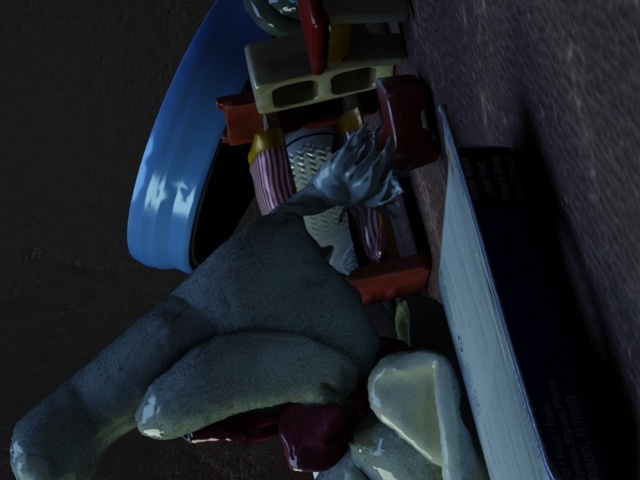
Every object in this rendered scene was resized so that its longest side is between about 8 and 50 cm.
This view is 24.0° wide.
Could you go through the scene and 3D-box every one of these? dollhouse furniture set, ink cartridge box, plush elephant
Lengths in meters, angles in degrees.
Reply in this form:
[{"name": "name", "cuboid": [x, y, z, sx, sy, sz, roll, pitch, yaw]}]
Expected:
[{"name": "dollhouse furniture set", "cuboid": [0.000, -0.074, 1.250, 0.374, 0.152, 0.201, 89, 168, -74]}, {"name": "ink cartridge box", "cuboid": [0.112, 0.066, 0.835, 0.224, 0.045, 0.223, 82, 176, -63]}, {"name": "plush elephant", "cuboid": [0.006, 0.117, 1.064, 0.255, 0.330, 0.272, 49, -166, 6]}]

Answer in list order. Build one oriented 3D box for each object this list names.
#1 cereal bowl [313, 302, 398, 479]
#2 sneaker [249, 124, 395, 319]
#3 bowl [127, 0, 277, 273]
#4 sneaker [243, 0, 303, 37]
[{"name": "cereal bowl", "cuboid": [0.054, 0.195, 1.511, 0.339, 0.141, 0.339, 167, 90, -86]}, {"name": "sneaker", "cuboid": [0.000, 0.000, 1.774, 0.210, 0.137, 0.366, -105, 8, -55]}, {"name": "bowl", "cuboid": [-0.111, -0.139, 1.814, 0.391, 0.077, 0.391, 23, -90, -84]}, {"name": "sneaker", "cuboid": [-0.016, -0.308, 1.359, 0.106, 0.101, 0.267, -49, 39, 47]}]
